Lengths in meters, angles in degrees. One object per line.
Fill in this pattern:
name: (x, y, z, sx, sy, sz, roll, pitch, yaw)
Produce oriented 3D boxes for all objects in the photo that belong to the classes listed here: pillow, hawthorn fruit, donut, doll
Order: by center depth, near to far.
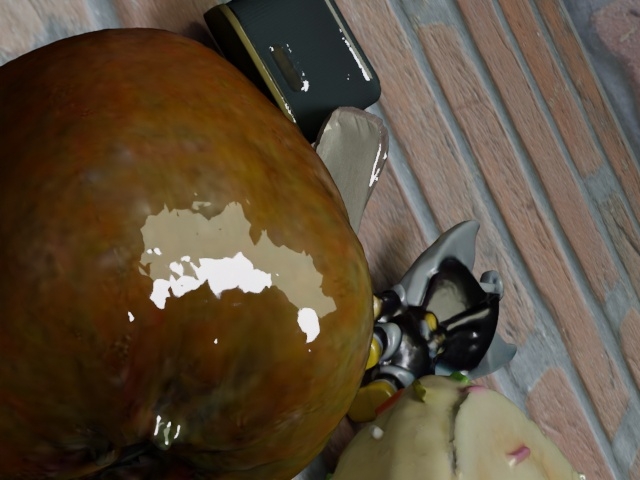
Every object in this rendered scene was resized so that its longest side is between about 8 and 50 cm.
hawthorn fruit: (-0.114, 0.006, 0.811, 0.267, 0.267, 0.301, 39, 26, -44)
donut: (0.119, 0.277, 1.157, 0.307, 0.150, 0.371, 51, 27, -27)
pillow: (0.000, 0.000, 1.177, 0.130, 0.038, 0.233, 15, 93, -62)
doll: (0.110, 0.090, 1.376, 0.145, 0.103, 0.316, 51, 31, 7)

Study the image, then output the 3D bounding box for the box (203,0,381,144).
box: (-0.026, -0.165, 1.252, 0.144, 0.090, 0.201, 59, -4, -10)
